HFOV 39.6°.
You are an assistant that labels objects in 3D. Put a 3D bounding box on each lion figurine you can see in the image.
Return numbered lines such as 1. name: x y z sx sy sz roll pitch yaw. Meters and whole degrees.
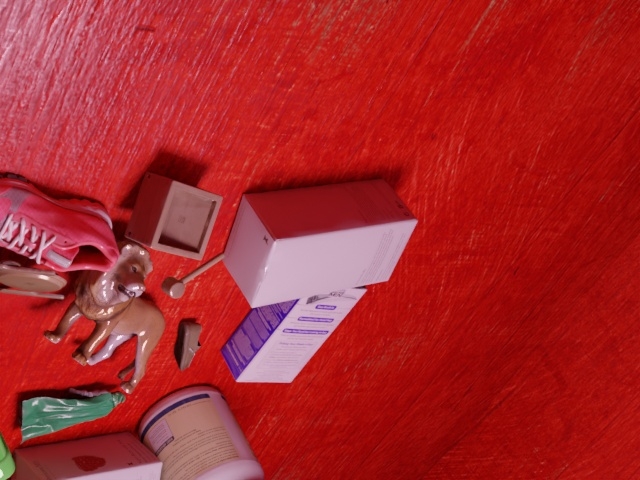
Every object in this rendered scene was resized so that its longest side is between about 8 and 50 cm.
1. lion figurine: -0.393 0.149 1.766 0.240 0.142 0.392 -53 164 -13

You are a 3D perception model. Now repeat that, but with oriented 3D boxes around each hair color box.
1. hair color box: -0.066 0.189 2.103 0.185 0.110 0.339 10 128 -45

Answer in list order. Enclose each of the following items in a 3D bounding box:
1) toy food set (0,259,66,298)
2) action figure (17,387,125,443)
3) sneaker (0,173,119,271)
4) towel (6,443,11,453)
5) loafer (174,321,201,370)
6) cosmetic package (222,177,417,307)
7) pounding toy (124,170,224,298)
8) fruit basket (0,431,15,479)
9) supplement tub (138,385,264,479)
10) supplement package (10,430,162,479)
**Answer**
1. toy food set: -0.510 0.057 1.554 0.132 0.038 0.192 8 162 -10
2. action figure: -0.542 0.368 1.951 0.232 0.063 0.137 -6 135 -30
3. sneaker: -0.464 -0.016 1.478 0.314 0.136 0.116 11 125 -47
4. towel: -0.737 0.430 1.899 0.102 0.021 0.237 -23 144 -19
5. loafer: -0.297 0.240 2.010 0.050 0.056 0.148 -7 138 -26
6. cosmetic package: 0.000 0.000 1.881 0.365 0.155 0.197 -7 137 -34
7. pounding toy: -0.266 -0.003 1.643 0.181 0.094 0.206 17 93 -50
8. fruit basket: -0.702 0.333 1.497 0.283 0.392 0.392 -11 140 -32
9. supplement tub: -0.280 0.544 2.158 0.235 0.325 0.235 -23 144 -17
10. supplement package: -0.545 0.574 2.056 0.293 0.177 0.175 -1 107 -41
